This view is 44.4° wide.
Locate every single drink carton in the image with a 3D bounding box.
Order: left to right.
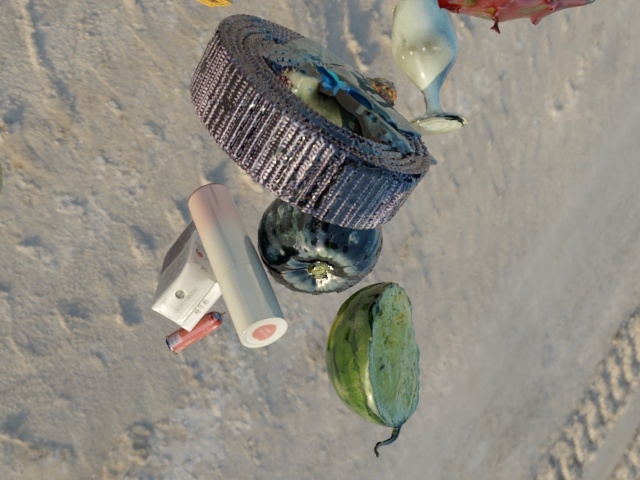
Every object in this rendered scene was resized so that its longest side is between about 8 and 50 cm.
[{"bbox_3d":[-0.258,0.060,1.599,0.102,0.222,0.134,37,111,-19],"label":"drink carton"}]

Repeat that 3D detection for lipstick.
[{"bbox_3d":[-0.155,0.038,1.420,0.087,0.327,0.087,-17,144,-13],"label":"lipstick"}]

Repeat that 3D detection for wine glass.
[{"bbox_3d":[0.197,-0.320,1.440,0.126,0.126,0.241,8,74,-52],"label":"wine glass"}]

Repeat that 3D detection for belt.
[{"bbox_3d":[-0.016,-0.146,0.943,0.260,0.325,0.122,-4,134,-48],"label":"belt"}]

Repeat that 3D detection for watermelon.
[{"bbox_3d":[0.073,0.176,1.172,0.204,0.127,0.232,-17,105,-64],"label":"watermelon"}]

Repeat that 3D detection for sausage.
[{"bbox_3d":[-0.261,0.188,1.668,0.145,0.048,0.050,-32,179,11],"label":"sausage"}]

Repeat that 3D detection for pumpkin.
[{"bbox_3d":[0.000,0.000,1.450,0.233,0.233,0.163,55,29,-48],"label":"pumpkin"}]

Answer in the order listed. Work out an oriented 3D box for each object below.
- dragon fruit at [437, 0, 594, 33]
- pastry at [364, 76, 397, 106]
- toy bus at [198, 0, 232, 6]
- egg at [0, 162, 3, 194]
[{"bbox_3d":[0.182,-0.334,0.844,0.268,0.205,0.210,-9,115,-6],"label":"dragon fruit"},{"bbox_3d":[0.057,-0.163,1.149,0.063,0.087,0.169,19,82,-37],"label":"pastry"},{"bbox_3d":[-0.189,-0.517,1.436,0.069,0.074,0.162,4,95,-59],"label":"toy bus"},{"bbox_3d":[-0.624,-0.128,1.179,0.289,0.238,0.238,36,76,-13],"label":"egg"}]
